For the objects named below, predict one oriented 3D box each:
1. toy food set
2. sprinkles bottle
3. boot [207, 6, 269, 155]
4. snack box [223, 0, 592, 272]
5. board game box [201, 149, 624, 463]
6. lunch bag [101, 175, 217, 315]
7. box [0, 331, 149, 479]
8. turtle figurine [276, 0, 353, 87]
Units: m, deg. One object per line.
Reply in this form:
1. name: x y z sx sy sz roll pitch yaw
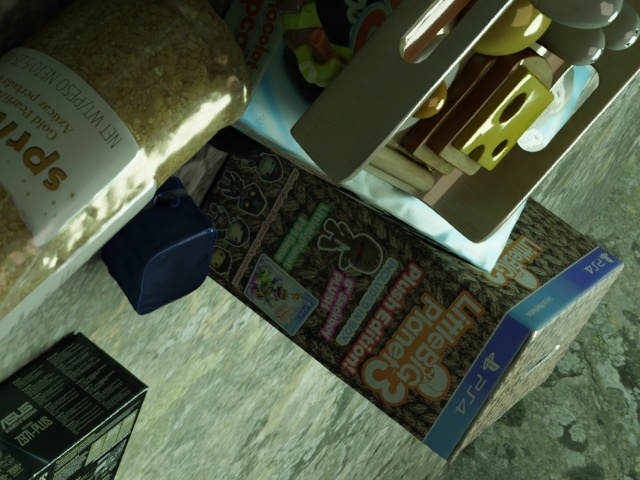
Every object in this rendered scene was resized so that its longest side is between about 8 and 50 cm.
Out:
1. toy food set: 0.122 -0.100 1.019 0.219 0.092 0.306 -49 160 8
2. sprinkles bottle: -0.192 -0.007 0.916 0.355 0.121 0.121 -46 164 -26
3. boot: 0.021 -0.163 1.251 0.246 0.094 0.207 -61 161 7
4. snack box: 0.062 -0.115 1.156 0.322 0.060 0.187 28 88 -50
5. board game box: 0.073 0.015 1.436 0.141 0.291 0.232 -60 164 26
6. lunch bag: -0.123 -0.001 1.250 0.067 0.065 0.098 -25 153 -30
7. box: -0.233 0.180 1.303 0.180 0.077 0.147 -38 159 -45
8. turtle figurine: -0.038 -0.208 0.940 0.217 0.087 0.269 -13 104 -51
